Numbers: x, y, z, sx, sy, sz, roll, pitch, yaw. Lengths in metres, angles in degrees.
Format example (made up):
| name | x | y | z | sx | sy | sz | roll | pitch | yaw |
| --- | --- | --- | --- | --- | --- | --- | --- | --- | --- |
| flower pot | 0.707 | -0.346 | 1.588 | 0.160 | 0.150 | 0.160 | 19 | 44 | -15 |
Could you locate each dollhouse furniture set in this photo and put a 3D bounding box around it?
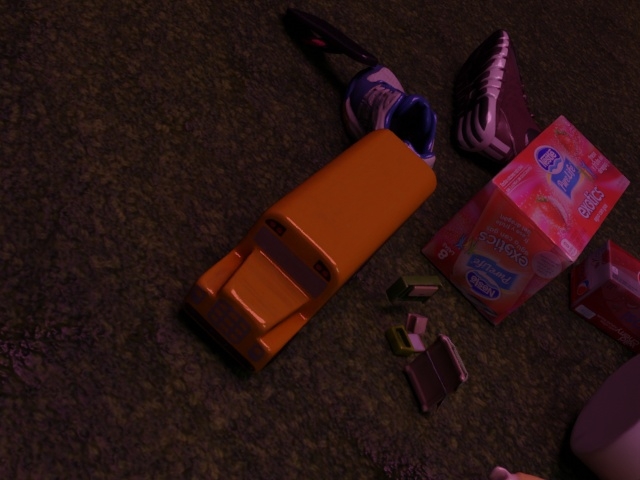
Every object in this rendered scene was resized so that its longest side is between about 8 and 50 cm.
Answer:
| name | x | y | z | sx | sy | sz | roll | pitch | yaw |
| --- | --- | --- | --- | --- | --- | --- | --- | --- | --- |
| dollhouse furniture set | 0.126 | 0.112 | 1.029 | 0.059 | 0.076 | 0.151 | 4 | 50 | -38 |

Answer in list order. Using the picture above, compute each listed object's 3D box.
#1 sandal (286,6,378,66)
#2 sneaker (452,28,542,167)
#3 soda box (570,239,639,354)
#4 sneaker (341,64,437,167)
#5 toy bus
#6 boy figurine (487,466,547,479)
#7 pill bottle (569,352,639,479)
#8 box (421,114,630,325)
| name | x | y | z | sx | sy | sz | roll | pitch | yaw |
| --- | --- | --- | --- | --- | --- | --- | --- | --- | --- |
| sandal | 0.007 | -0.285 | 1.329 | 0.179 | 0.040 | 0.067 | 42 | 27 | 30 |
| sneaker | 0.303 | -0.208 | 1.497 | 0.162 | 0.106 | 0.281 | 34 | 48 | -19 |
| soda box | 0.487 | 0.116 | 1.341 | 0.263 | 0.083 | 0.092 | 34 | 39 | -12 |
| sneaker | 0.106 | -0.155 | 1.230 | 0.112 | 0.131 | 0.296 | 22 | 40 | -22 |
| toy bus | 0.000 | 0.000 | 0.981 | 0.108 | 0.130 | 0.333 | 45 | 37 | 3 |
| boy figurine | 0.218 | 0.306 | 0.909 | 0.285 | 0.092 | 0.177 | 8 | 48 | -38 |
| pill bottle | 0.476 | 0.299 | 1.052 | 0.361 | 0.204 | 0.204 | 43 | 37 | -1 |
| box | 0.284 | -0.035 | 1.254 | 0.142 | 0.154 | 0.300 | 46 | 38 | 5 |
